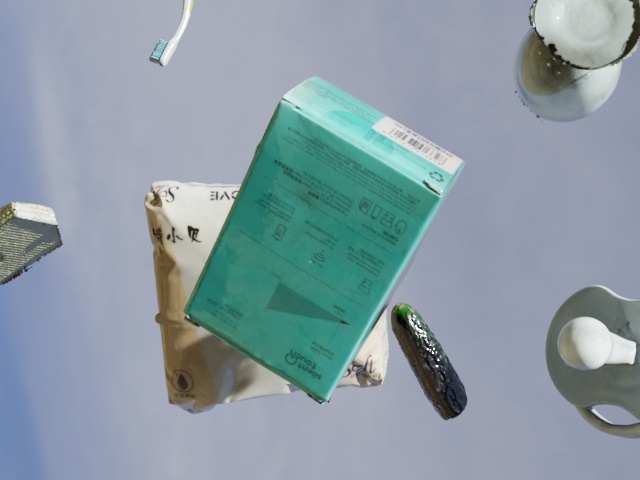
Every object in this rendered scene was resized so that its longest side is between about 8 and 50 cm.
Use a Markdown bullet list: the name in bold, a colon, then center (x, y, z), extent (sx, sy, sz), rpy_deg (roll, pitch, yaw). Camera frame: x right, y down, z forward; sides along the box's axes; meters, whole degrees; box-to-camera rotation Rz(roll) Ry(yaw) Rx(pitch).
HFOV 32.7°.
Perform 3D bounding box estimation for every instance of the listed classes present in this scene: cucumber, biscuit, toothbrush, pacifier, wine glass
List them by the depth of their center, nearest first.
- **toothbrush**: center (-0.153, -0.332, 1.379), extent (0.022, 0.026, 0.263), rpy_deg (73, 37, -68)
- **biscuit**: center (-0.517, 0.009, 1.778), extent (0.250, 0.147, 0.046), rpy_deg (-29, -114, 32)
- **pacifier**: center (0.470, 0.191, 1.790), extent (0.299, 0.233, 0.244), rpy_deg (6, -100, 46)
- **wine glass**: center (0.422, -0.318, 1.823), extent (0.357, 0.190, 0.190), rpy_deg (47, 38, -79)
- **cucumber**: center (0.199, 0.221, 2.036), extent (0.074, 0.074, 0.241), rpy_deg (-6, -63, 59)

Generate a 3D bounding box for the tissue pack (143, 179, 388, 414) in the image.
- **tissue pack**: center (-0.076, 0.077, 1.728), extent (0.195, 0.375, 0.390), rpy_deg (-99, -178, -76)

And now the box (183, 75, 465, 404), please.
- **box**: center (0.000, 0.000, 1.224), extent (0.205, 0.118, 0.311), rpy_deg (31, -61, 9)
